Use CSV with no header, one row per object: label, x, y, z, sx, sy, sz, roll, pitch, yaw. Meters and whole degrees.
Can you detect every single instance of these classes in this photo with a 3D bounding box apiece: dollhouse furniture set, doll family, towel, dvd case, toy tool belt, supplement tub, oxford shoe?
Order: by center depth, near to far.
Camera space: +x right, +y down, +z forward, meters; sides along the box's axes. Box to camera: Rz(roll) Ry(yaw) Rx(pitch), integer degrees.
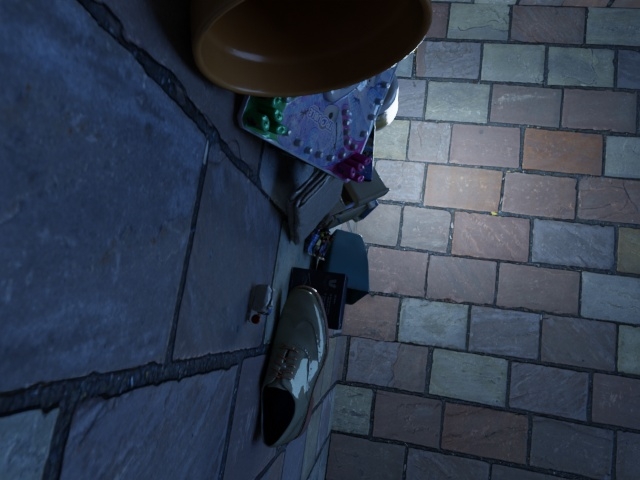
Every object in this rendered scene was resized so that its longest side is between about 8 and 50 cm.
toy tool belt,-0.117,0.133,0.926,0.051,0.052,0.083,47,51,-67
oxford shoe,-0.067,0.310,1.113,0.146,0.140,0.398,21,74,-73
towel,-0.013,-0.101,1.114,0.187,0.049,0.282,-48,170,-16
doll family,0.000,0.000,1.473,0.112,0.075,0.193,-64,175,0
dvd case,0.093,-0.329,1.483,0.022,0.180,0.253,163,-68,-71
dollhouse furniture set,0.050,-0.159,1.620,0.198,0.286,0.303,61,-26,11
supplement tub,0.221,-0.607,1.938,0.316,0.228,0.229,18,78,-81

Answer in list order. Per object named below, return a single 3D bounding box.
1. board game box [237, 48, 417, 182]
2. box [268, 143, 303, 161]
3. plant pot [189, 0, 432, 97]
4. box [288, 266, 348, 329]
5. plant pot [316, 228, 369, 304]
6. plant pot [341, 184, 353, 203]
board game box,0.052,-0.330,0.853,0.389,0.050,0.390,15,99,-59
box,0.027,-0.331,1.075,0.395,0.097,0.319,-23,133,-77
plant pot,-0.025,-0.331,0.554,0.291,0.290,0.204,4,76,-81
box,-0.009,0.167,1.283,0.093,0.158,0.156,56,42,-76
plant pot,0.077,0.090,1.653,0.165,0.165,0.235,129,-30,-59
plant pot,0.127,-0.220,1.830,0.167,0.166,0.165,-73,151,-49
